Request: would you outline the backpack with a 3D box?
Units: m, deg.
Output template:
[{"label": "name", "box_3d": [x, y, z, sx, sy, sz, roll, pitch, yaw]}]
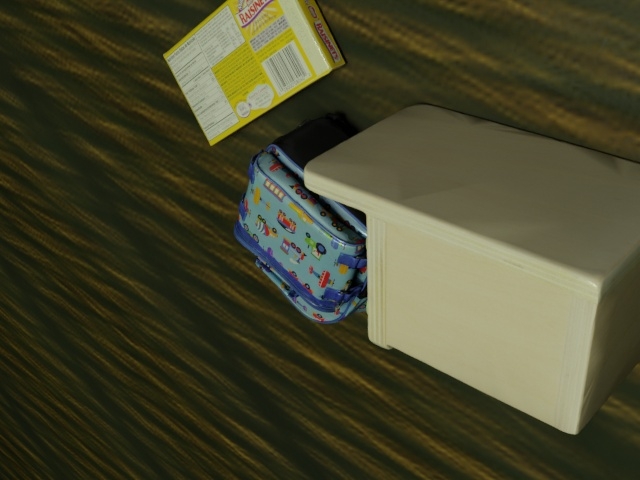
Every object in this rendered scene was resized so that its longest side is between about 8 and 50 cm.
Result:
[{"label": "backpack", "box_3d": [0.000, 0.000, 0.769, 0.158, 0.117, 0.173, 45, 142, 17]}]

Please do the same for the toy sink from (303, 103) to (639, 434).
[{"label": "toy sink", "box_3d": [0.120, 0.009, 0.620, 0.234, 0.152, 0.131, 23, 130, 34]}]

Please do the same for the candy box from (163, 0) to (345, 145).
[{"label": "candy box", "box_3d": [-0.069, -0.169, 0.799, 0.206, 0.027, 0.105, -20, 96, 50]}]
